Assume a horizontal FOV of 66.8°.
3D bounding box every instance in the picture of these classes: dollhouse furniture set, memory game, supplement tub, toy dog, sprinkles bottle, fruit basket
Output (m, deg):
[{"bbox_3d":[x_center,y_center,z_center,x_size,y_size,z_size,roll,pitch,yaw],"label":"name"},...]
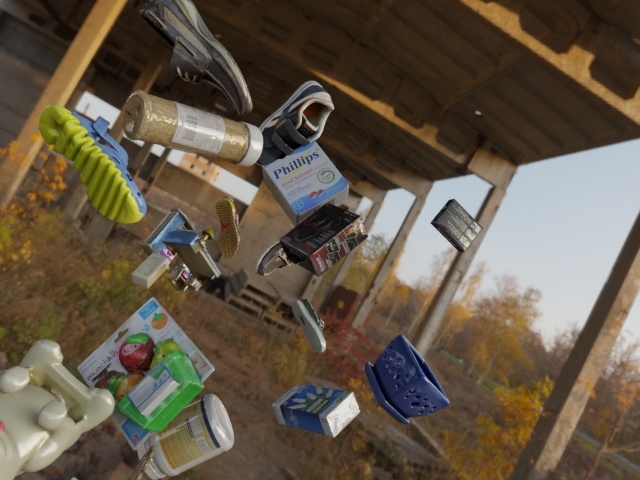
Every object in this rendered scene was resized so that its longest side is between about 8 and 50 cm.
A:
[{"bbox_3d":[-0.439,0.035,1.767,0.303,0.198,0.286,4,-43,32],"label":"dollhouse furniture set"},{"bbox_3d":[-0.569,0.724,1.504,0.012,0.186,0.186,36,-5,-10],"label":"memory game"},{"bbox_3d":[-0.518,0.758,1.873,0.228,0.316,0.228,156,-90,-84],"label":"supplement tub"},{"bbox_3d":[-0.770,0.462,1.148,0.285,0.395,0.408,53,2,-3],"label":"toy dog"},{"bbox_3d":[-0.320,-0.283,1.263,0.355,0.121,0.121,7,13,-46],"label":"sprinkles bottle"},{"bbox_3d":[-0.549,0.393,1.496,0.353,0.327,0.165,42,-12,20],"label":"fruit basket"}]

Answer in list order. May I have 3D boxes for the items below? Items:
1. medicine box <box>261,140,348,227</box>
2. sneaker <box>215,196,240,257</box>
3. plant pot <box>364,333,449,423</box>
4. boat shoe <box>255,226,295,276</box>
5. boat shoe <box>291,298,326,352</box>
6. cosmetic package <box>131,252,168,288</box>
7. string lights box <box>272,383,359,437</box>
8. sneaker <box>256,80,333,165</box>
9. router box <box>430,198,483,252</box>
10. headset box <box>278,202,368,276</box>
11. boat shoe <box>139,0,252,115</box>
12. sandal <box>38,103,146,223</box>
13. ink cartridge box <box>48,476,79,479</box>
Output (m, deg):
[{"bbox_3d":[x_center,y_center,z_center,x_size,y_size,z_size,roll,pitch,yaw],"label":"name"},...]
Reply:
[{"bbox_3d":[-0.067,-0.244,2.077,0.289,0.263,0.149,54,-15,19],"label":"medicine box"},{"bbox_3d":[-0.273,-0.041,1.478,0.069,0.186,0.084,-1,10,7],"label":"sneaker"},{"bbox_3d":[0.314,0.541,1.846,0.236,0.212,0.236,48,11,-34],"label":"plant pot"},{"bbox_3d":[-0.149,0.053,2.085,0.096,0.324,0.117,32,-41,19],"label":"boat shoe"},{"bbox_3d":[-0.025,0.293,1.709,0.070,0.078,0.219,-7,50,-32],"label":"boat shoe"},{"bbox_3d":[-0.536,0.094,1.531,0.060,0.115,0.041,21,-50,11],"label":"cosmetic package"},{"bbox_3d":[-0.018,0.538,1.552,0.259,0.077,0.133,-9,14,45],"label":"string lights box"},{"bbox_3d":[-0.092,-0.345,1.514,0.126,0.321,0.127,25,22,-49],"label":"sneaker"},{"bbox_3d":[0.547,-0.060,1.946,0.179,0.133,0.046,44,-12,-9],"label":"router box"},{"bbox_3d":[0.000,0.000,1.862,0.218,0.293,0.110,27,-31,50],"label":"headset box"},{"bbox_3d":[-0.298,-0.438,1.171,0.355,0.130,0.132,54,-4,0],"label":"boat shoe"},{"bbox_3d":[-0.493,-0.182,1.117,0.317,0.126,0.138,56,30,2],"label":"sandal"},{"bbox_3d":[-0.809,0.848,1.519,0.223,0.045,0.223,30,11,1],"label":"ink cartridge box"}]
